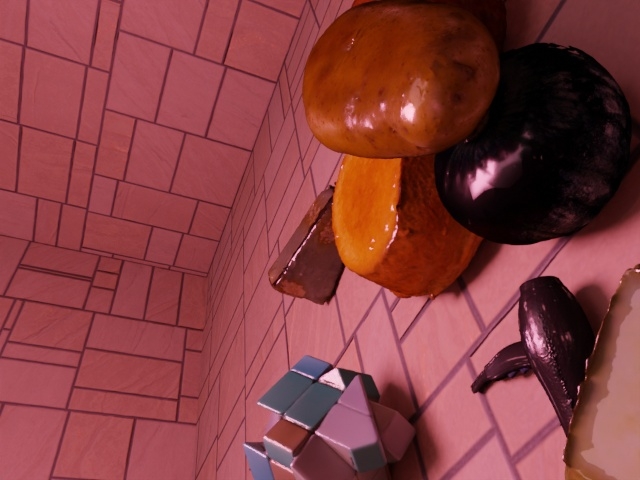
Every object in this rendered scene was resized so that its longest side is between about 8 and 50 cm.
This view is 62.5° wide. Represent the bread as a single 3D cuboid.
[{"bbox_3d":[0.135,-0.065,0.836,0.312,0.173,0.312,-167,90,-69],"label":"bread"}]

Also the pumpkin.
[{"bbox_3d":[0.231,-0.106,0.608,0.233,0.163,0.233,-47,34,48],"label":"pumpkin"}]

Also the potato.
[{"bbox_3d":[0.080,-0.192,0.632,0.369,0.196,0.176,-132,24,-65],"label":"potato"}]

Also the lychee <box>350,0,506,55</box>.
[{"bbox_3d":[0.162,-0.341,0.863,0.255,0.255,0.300,-64,32,33],"label":"lychee"}]

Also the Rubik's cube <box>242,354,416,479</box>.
[{"bbox_3d":[0.026,0.325,0.833,0.213,0.265,0.224,10,124,36],"label":"Rubik's cube"}]

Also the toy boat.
[{"bbox_3d":[0.271,0.133,0.420,0.111,0.084,0.276,21,96,50],"label":"toy boat"}]

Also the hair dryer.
[{"bbox_3d":[0.233,0.163,0.601,0.219,0.075,0.195,117,151,-61],"label":"hair dryer"}]

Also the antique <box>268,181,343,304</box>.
[{"bbox_3d":[0.000,0.000,1.261,0.284,0.150,0.125,-63,21,13],"label":"antique"}]
